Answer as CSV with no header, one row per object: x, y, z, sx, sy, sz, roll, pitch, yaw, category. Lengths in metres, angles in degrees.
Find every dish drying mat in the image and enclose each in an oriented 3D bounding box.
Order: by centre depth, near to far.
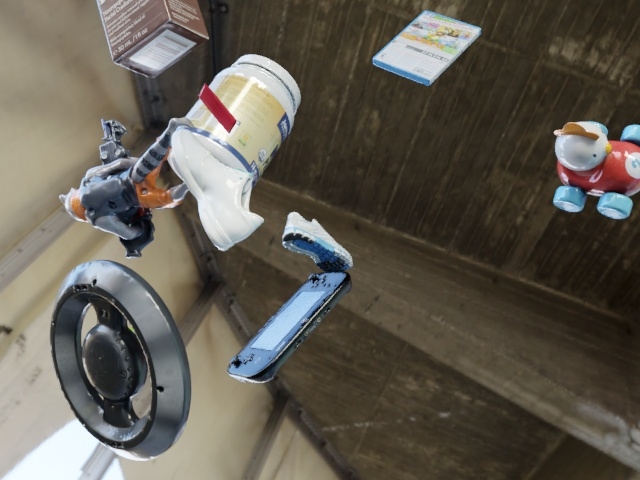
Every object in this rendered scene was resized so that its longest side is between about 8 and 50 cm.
-0.166,-0.213,1.026,0.083,0.008,0.032,51,-44,11,dish drying mat

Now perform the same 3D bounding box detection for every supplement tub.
-0.203,-0.274,1.544,0.228,0.316,0.228,24,-26,12,supplement tub

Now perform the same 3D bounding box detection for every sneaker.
-0.152,-0.091,0.963,0.094,0.080,0.212,-29,-109,4,sneaker
0.000,0.000,1.307,0.071,0.083,0.191,-27,-44,30,sneaker

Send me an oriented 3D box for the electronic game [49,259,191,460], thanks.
-0.228,0.134,0.708,0.229,0.048,0.229,8,-75,34,electronic game

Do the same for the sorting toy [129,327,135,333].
-0.277,0.168,0.976,0.083,0.012,0.062,42,-22,52,sorting toy

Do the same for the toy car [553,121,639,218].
0.634,-0.201,1.469,0.210,0.219,0.238,15,-11,40,toy car

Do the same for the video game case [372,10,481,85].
0.188,-0.343,1.120,0.119,0.166,0.015,30,-27,28,video game case

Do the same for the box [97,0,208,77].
-0.415,-0.602,1.477,0.191,0.143,0.381,-26,-106,27,box

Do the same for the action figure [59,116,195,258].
-0.420,-0.154,1.362,0.330,0.178,0.341,-27,-106,14,action figure

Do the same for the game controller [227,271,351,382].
-0.062,0.177,1.348,0.067,0.319,0.166,49,-28,-10,game controller
